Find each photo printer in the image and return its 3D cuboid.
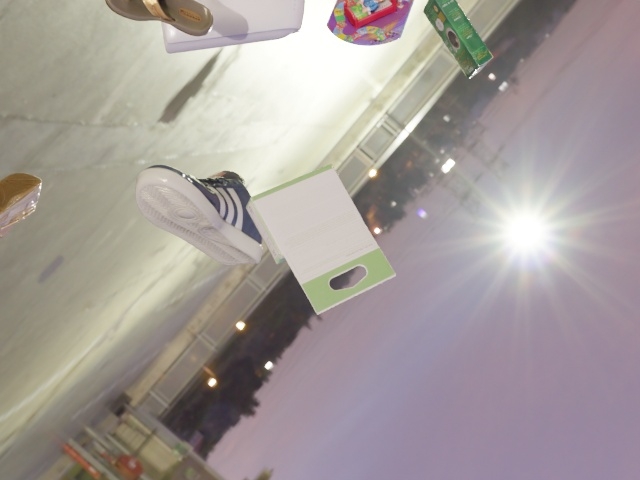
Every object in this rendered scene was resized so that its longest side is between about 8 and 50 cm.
[{"bbox_3d":[-0.186,-0.531,1.610,0.307,0.256,0.107,-9,-175,-7],"label":"photo printer"}]

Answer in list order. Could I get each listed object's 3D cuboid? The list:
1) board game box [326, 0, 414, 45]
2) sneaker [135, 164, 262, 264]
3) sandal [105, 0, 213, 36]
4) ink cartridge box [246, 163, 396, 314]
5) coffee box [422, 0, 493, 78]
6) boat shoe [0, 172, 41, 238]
[{"bbox_3d":[0.085,-0.400,1.315,0.033,0.133,0.169,77,30,-58],"label":"board game box"},{"bbox_3d":[-0.207,-0.078,1.404,0.350,0.131,0.148,48,45,-60],"label":"sneaker"},{"bbox_3d":[-0.252,-0.379,1.255,0.049,0.180,0.072,2,-101,65],"label":"sandal"},{"bbox_3d":[0.000,0.000,1.359,0.171,0.235,0.056,-24,168,-23],"label":"ink cartridge box"},{"bbox_3d":[0.289,-0.438,1.654,0.040,0.184,0.113,-33,178,-3],"label":"coffee box"},{"bbox_3d":[-0.419,-0.029,1.002,0.170,0.063,0.059,-48,154,-55],"label":"boat shoe"}]
